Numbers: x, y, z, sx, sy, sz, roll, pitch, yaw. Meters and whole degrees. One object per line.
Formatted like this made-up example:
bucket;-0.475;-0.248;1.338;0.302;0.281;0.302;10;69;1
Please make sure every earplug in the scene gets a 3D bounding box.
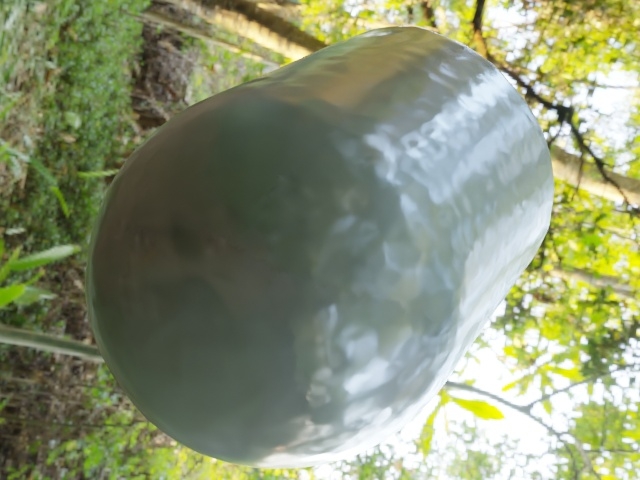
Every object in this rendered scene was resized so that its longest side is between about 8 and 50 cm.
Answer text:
earplug;0.000;0.000;0.640;0.394;0.312;0.313;-37;150;-55
